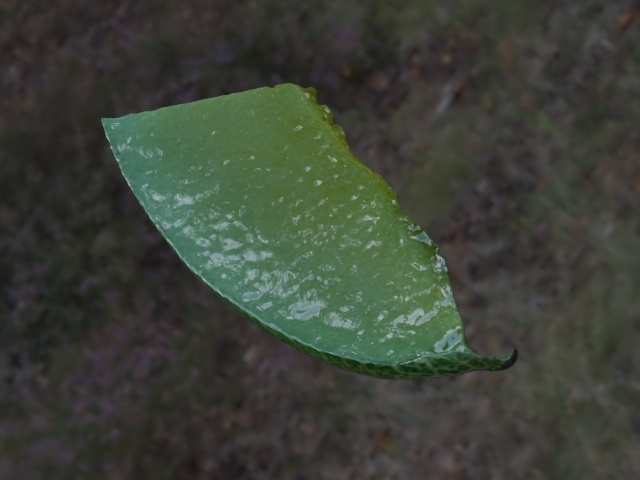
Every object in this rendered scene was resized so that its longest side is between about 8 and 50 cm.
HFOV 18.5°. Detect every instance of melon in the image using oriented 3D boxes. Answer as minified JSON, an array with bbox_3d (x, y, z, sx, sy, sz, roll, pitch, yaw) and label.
[{"bbox_3d":[0.000,0.000,0.912,0.114,0.053,0.262,-37,47,-14],"label":"melon"}]
